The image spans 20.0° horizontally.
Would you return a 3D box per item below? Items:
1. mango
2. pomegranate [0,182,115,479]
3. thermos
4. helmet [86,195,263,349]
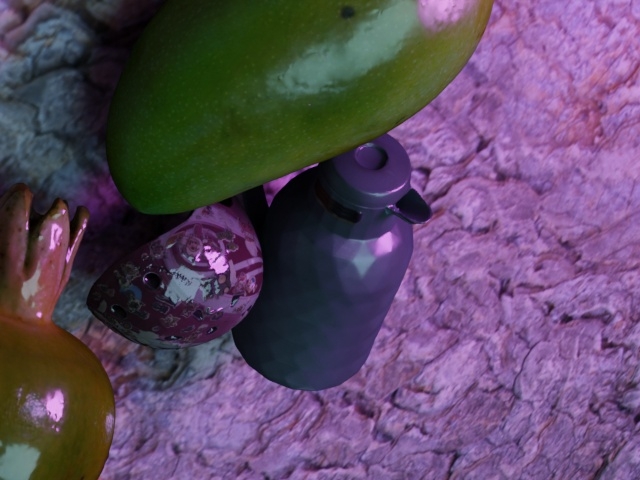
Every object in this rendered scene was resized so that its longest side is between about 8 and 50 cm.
[{"bbox_3d":[-0.019,-0.159,1.511,0.382,0.201,0.225,-40,161,2],"label":"mango"},{"bbox_3d":[-0.269,0.104,1.498,0.236,0.236,0.302,20,95,-52],"label":"pomegranate"},{"bbox_3d":[0.000,0.000,1.689,0.145,0.182,0.286,-43,163,-37],"label":"thermos"},{"bbox_3d":[-0.116,0.040,1.606,0.153,0.107,0.177,-39,180,28],"label":"helmet"}]
